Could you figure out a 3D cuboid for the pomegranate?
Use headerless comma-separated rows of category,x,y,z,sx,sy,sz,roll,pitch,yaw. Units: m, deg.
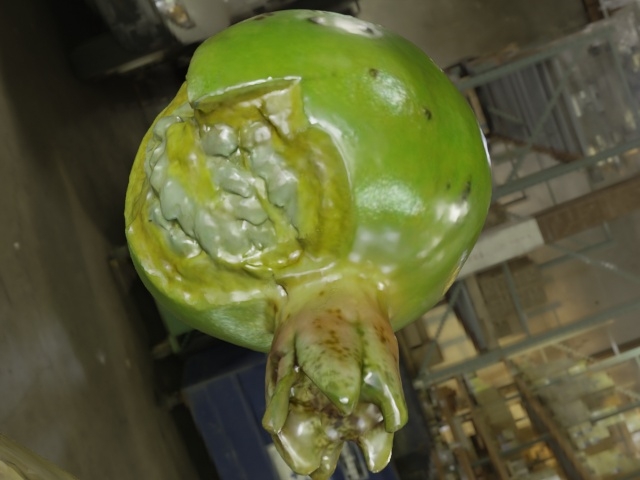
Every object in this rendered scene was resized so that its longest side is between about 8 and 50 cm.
pomegranate,0.000,0.000,0.620,0.236,0.236,0.301,67,6,-53

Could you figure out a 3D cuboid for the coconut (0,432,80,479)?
coconut,-0.218,0.201,0.354,0.352,0.353,0.352,-20,90,-88
